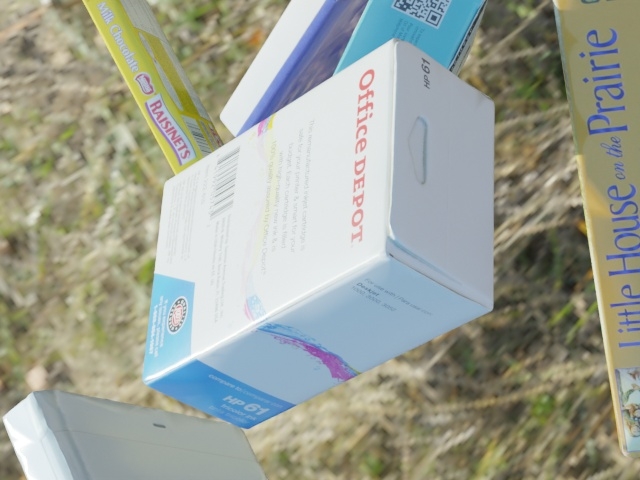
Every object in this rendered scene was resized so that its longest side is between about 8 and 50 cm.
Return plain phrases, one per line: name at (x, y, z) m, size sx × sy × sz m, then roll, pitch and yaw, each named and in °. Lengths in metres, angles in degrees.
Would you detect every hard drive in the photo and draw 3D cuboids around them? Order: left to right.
hard drive at (-0.050, 0.230, 1.083) m, size 0.040 × 0.203 × 0.307 m, roll -40°, pitch 60°, yaw 20°
hard drive at (0.040, -0.203, 1.552) m, size 0.040 × 0.210 × 0.319 m, roll 49°, pitch 156°, yaw 3°

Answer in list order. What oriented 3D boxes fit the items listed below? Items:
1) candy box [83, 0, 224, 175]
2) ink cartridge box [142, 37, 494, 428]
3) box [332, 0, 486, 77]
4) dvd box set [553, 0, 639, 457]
candy box at (-0.107, -0.101, 1.323) m, size 0.027 × 0.105 × 0.206 m, roll -29°, pitch 82°, yaw 6°
ink cartridge box at (0.000, 0.000, 0.653) m, size 0.052 × 0.088 × 0.122 m, roll 28°, pitch 139°, yaw -32°
box at (0.052, -0.105, 1.200) m, size 0.060 × 0.244 × 0.100 m, roll 26°, pitch 87°, yaw 3°
dvd box set at (0.202, -0.108, 1.284) m, size 0.062 × 0.308 × 0.420 m, roll -5°, pitch 130°, yaw 11°
